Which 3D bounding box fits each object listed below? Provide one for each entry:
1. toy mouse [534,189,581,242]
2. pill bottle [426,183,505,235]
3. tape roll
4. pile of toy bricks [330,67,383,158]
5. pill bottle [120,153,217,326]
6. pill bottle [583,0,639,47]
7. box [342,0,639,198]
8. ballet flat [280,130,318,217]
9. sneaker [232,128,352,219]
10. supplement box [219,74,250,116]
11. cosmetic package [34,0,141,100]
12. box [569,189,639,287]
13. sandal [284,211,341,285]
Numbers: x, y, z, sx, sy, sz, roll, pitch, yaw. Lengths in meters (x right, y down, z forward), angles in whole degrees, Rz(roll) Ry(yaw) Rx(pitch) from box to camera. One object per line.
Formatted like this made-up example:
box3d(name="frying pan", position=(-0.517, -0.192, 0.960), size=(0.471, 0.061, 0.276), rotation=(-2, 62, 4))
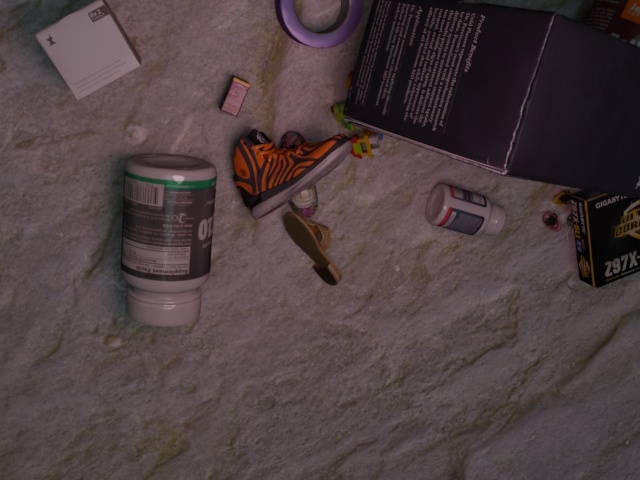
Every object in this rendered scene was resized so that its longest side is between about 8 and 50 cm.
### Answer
box3d(name="toy mouse", position=(0.647, -0.064, 2.007), size=(0.161, 0.031, 0.143), rotation=(-20, 110, -6))
box3d(name="pill bottle", position=(0.369, -0.071, 1.901), size=(0.180, 0.108, 0.108), rotation=(15, 103, -17))
box3d(name="tape roll", position=(-0.004, -0.530, 1.687), size=(0.189, 0.080, 0.189), rotation=(-3, 107, -11))
box3d(name="pile of toy bricks", position=(0.076, -0.305, 1.777), size=(0.105, 0.118, 0.212), rotation=(-5, 128, 18))
box3d(name="pill bottle", position=(-0.348, -0.003, 1.708), size=(0.204, 0.204, 0.361), rotation=(3, 107, -14))
box3d(name="pill bottle", position=(0.729, -0.470, 1.796), size=(0.224, 0.224, 0.392), rotation=(22, 101, -18))
box3d(name="box", position=(0.394, -0.303, 1.564), size=(0.480, 0.472, 0.297), rotation=(4, 108, -39))
box3d(name="ballet flat", position=(-0.048, -0.150, 1.796), size=(0.077, 0.079, 0.221), rotation=(-14, 110, -11))
box3d(name="sneaker", position=(-0.087, -0.190, 1.692), size=(0.321, 0.124, 0.180), rotation=(-31, 89, 31))
box3d(name="supplement box", position=(-0.197, -0.330, 1.719), size=(0.043, 0.055, 0.083), rotation=(22, 101, -17))
box3d(name="cosmetic package", position=(-0.476, -0.400, 1.564), size=(0.151, 0.184, 0.151), rotation=(-30, 111, -2))
box3d(name="box", position=(0.834, -0.045, 2.014), size=(0.322, 0.079, 0.257), rotation=(-19, 113, -14))
box3d(name="sandal", position=(-0.004, 0.000, 1.870), size=(0.079, 0.088, 0.240), rotation=(-49, 122, -29))
